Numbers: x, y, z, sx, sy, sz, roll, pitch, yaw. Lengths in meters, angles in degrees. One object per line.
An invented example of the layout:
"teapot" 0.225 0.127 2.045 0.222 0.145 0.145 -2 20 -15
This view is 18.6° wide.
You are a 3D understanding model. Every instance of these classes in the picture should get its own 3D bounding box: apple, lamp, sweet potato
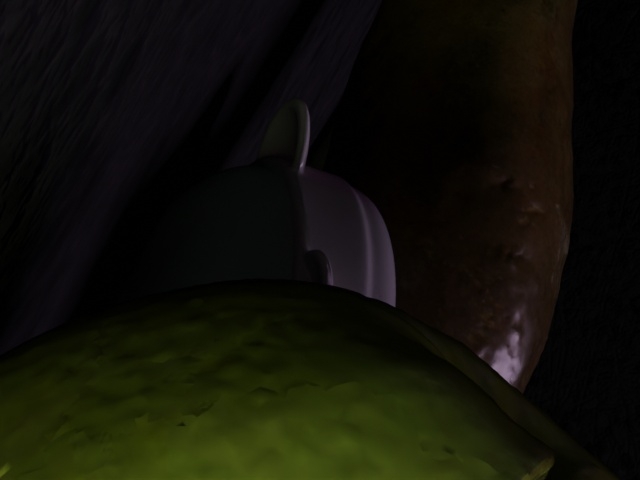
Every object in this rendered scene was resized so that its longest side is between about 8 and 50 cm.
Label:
"apple" -0.016 0.149 0.565 0.254 0.292 0.292 -46 178 4
"lamp" -0.048 0.067 0.869 0.179 0.108 0.246 -92 -160 -50
"sweet potato" 0.068 -0.070 0.987 0.130 0.130 0.422 113 -14 -65

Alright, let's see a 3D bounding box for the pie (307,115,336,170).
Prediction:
"pie" 0.002 -0.005 1.552 0.302 0.067 0.302 -61 177 -5
